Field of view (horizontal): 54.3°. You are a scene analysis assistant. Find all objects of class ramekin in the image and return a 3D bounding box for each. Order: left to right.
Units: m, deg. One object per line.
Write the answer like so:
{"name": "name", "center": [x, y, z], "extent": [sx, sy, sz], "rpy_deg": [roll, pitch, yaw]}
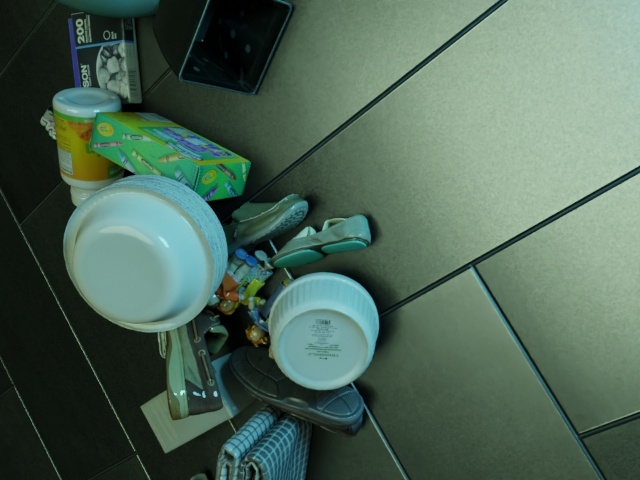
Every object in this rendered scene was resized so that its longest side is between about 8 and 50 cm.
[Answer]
{"name": "ramekin", "center": [0.004, 0.172, 1.133], "extent": [0.207, 0.109, 0.207], "rpy_deg": [1, 110, 2]}

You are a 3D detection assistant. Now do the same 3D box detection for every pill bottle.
{"name": "pill bottle", "center": [-0.500, -0.196, 1.362], "extent": [0.136, 0.136, 0.245], "rpy_deg": [24, 126, 23]}

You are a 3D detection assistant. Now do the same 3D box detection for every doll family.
{"name": "doll family", "center": [-0.118, 0.129, 1.256], "extent": [0.263, 0.118, 0.163], "rpy_deg": [40, 110, -3]}

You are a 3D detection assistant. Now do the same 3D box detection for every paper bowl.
{"name": "paper bowl", "center": [-0.321, 0.034, 1.120], "extent": [0.284, 0.148, 0.284], "rpy_deg": [3, 109, 8]}

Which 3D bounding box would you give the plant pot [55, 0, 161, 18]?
{"name": "plant pot", "center": [-0.357, -0.540, 1.179], "extent": [0.195, 0.290, 0.290], "rpy_deg": [28, 113, -3]}

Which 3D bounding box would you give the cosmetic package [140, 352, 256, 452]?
{"name": "cosmetic package", "center": [-0.270, 0.358, 1.373], "extent": [0.238, 0.107, 0.127], "rpy_deg": [-32, 83, 27]}

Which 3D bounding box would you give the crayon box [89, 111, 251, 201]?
{"name": "crayon box", "center": [-0.301, -0.172, 1.255], "extent": [0.278, 0.165, 0.081], "rpy_deg": [28, 111, 22]}

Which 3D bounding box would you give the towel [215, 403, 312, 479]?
{"name": "towel", "center": [-0.113, 0.485, 1.233], "extent": [0.121, 0.235, 0.283], "rpy_deg": [13, 106, 17]}

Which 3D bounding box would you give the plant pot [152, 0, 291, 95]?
{"name": "plant pot", "center": [-0.201, -0.404, 1.157], "extent": [0.167, 0.187, 0.188], "rpy_deg": [43, 117, 29]}

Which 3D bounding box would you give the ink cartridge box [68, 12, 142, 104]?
{"name": "ink cartridge box", "center": [-0.495, -0.403, 1.391], "extent": [0.208, 0.045, 0.206], "rpy_deg": [2, 102, 29]}

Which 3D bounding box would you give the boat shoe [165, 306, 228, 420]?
{"name": "boat shoe", "center": [-0.250, 0.200, 1.274], "extent": [0.123, 0.342, 0.123], "rpy_deg": [-5, 134, -8]}

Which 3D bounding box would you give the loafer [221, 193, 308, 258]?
{"name": "loafer", "center": [-0.133, -0.037, 1.226], "extent": [0.251, 0.094, 0.087], "rpy_deg": [-27, 83, 32]}

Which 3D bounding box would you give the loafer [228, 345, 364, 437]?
{"name": "loafer", "center": [-0.055, 0.309, 1.243], "extent": [0.302, 0.109, 0.095], "rpy_deg": [19, 133, 25]}

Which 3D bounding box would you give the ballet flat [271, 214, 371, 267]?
{"name": "ballet flat", "center": [0.000, 0.000, 1.186], "extent": [0.213, 0.072, 0.068], "rpy_deg": [-15, 64, 30]}

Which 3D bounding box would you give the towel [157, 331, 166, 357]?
{"name": "towel", "center": [-0.342, 0.184, 1.363], "extent": [0.023, 0.152, 0.113], "rpy_deg": [-4, 97, -10]}

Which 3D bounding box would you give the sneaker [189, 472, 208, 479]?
{"name": "sneaker", "center": [-0.220, 0.620, 1.330], "extent": [0.319, 0.112, 0.131], "rpy_deg": [17, 107, 52]}

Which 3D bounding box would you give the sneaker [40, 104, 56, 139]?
{"name": "sneaker", "center": [-0.627, -0.284, 1.488], "extent": [0.098, 0.038, 0.069], "rpy_deg": [42, 117, 16]}
